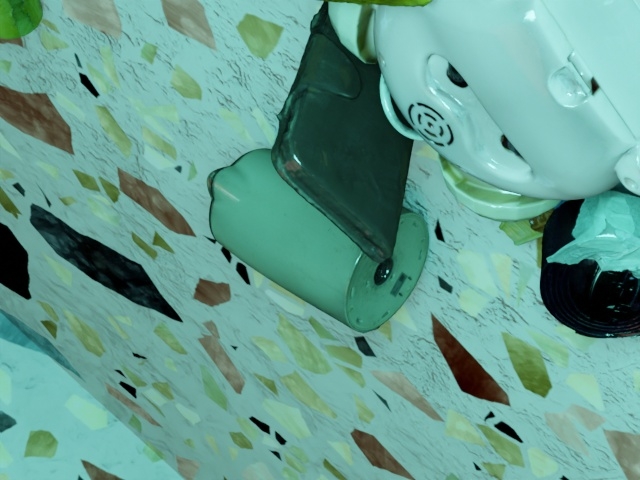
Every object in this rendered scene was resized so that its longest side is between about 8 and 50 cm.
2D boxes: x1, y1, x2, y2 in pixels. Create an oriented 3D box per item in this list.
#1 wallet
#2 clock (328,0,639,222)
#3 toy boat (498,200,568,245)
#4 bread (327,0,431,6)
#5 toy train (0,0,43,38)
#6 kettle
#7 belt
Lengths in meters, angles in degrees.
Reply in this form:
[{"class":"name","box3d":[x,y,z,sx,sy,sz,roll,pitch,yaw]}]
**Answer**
[{"class":"wallet","box3d":[0.040,-0.130,1.611,0.042,0.309,0.165,-27,120,33]},{"class":"clock","box3d":[0.183,-0.171,1.519,0.342,0.184,0.326,57,154,-16]},{"class":"toy boat","box3d":[0.253,-0.036,1.717,0.065,0.066,0.172,44,153,-8]},{"class":"bread","box3d":[-0.054,-0.347,1.446,0.245,0.233,0.362,13,178,-38]},{"class":"toy train","box3d":[-0.430,-0.405,2.019,0.189,0.126,0.307,37,153,34]},{"class":"kettle","box3d":[0.000,0.000,2.022,0.255,0.165,0.240,26,177,31]},{"class":"belt","box3d":[0.307,0.027,1.661,0.151,0.078,0.198,0,144,13]}]
